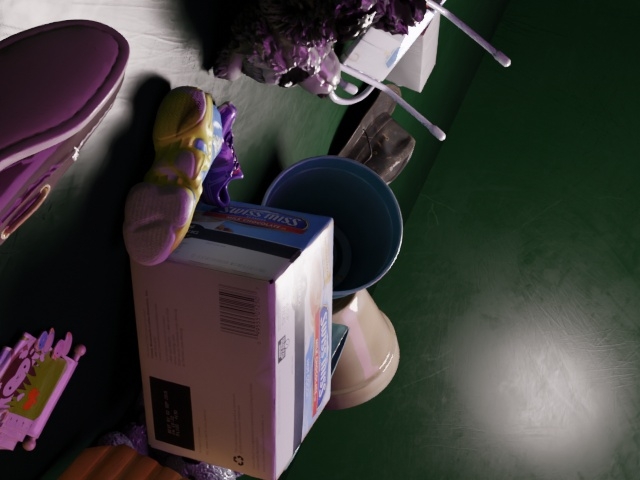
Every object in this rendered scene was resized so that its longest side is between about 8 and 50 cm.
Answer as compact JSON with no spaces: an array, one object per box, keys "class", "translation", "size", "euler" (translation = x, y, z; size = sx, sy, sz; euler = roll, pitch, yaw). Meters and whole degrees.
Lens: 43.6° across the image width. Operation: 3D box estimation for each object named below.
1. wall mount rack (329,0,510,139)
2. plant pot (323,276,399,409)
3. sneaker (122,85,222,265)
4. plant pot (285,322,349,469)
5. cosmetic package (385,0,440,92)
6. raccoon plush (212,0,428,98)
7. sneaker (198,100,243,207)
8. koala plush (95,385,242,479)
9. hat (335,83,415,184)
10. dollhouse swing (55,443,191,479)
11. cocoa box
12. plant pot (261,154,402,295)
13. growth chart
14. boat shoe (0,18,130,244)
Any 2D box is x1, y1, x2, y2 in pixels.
[{"class":"wall mount rack","translation":[0.189,-0.357,1.587],"size":[0.304,0.130,0.350],"euler":[16,126,-40]},{"class":"plant pot","translation":[0.022,0.215,2.017],"size":[0.323,0.323,0.280],"euler":[-57,147,-35]},{"class":"sneaker","translation":[-0.181,-0.082,1.067],"size":[0.126,0.091,0.240],"euler":[-13,124,-75]},{"class":"plant pot","translation":[-0.092,0.259,1.524],"size":[0.293,0.196,0.293],"euler":[23,90,-82]},{"class":"cosmetic package","translation":[0.198,-0.457,1.840],"size":[0.107,0.127,0.238],"euler":[-62,168,-14]},{"class":"raccoon plush","translation":[-0.038,-0.408,1.047],"size":[0.216,0.299,0.446],"euler":[-24,106,-49]},{"class":"sneaker","translation":[-0.142,-0.126,1.188],"size":[0.068,0.071,0.170],"euler":[-48,157,-54]},{"class":"koala plush","translation":[-0.236,0.379,1.353],"size":[0.196,0.221,0.203],"euler":[-55,163,-41]},{"class":"hat","translation":[0.146,-0.213,1.966],"size":[0.331,0.134,0.331],"euler":[-53,167,-19]},{"class":"dollhouse swing","translation":[-0.256,0.364,0.971],"size":[0.305,0.347,0.315],"euler":[-56,163,-35]},{"class":"cocoa box","translation":[-0.123,0.140,1.224],"size":[0.228,0.231,0.347],"euler":[-45,141,-57]},{"class":"plant pot","translation":[0.000,0.000,1.609],"size":[0.272,0.271,0.255],"euler":[-62,-178,-18]},{"class":"growth chart","translation":[-0.365,0.183,0.955],"size":[0.237,0.021,0.172],"euler":[48,65,-76]},{"class":"boat shoe","translation":[-0.279,-0.063,0.674],"size":[0.324,0.116,0.097],"euler":[-54,167,-29]}]
